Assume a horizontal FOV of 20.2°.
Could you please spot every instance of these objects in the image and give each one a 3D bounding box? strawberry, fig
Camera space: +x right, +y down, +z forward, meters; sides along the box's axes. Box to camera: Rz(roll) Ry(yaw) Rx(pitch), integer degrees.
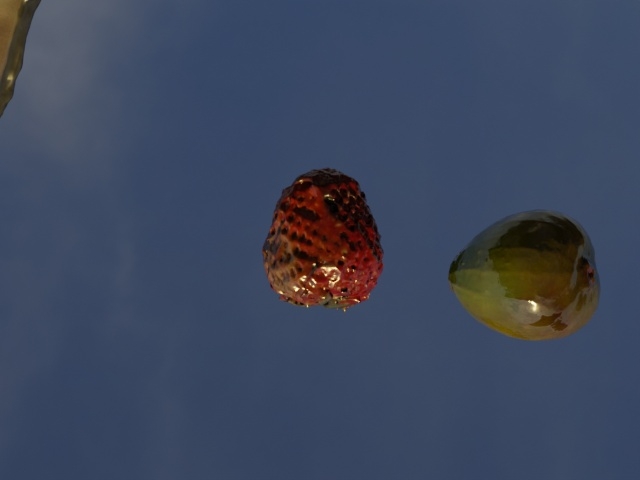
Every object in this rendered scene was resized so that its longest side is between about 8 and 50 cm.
[{"bbox_3d":[0.000,0.000,1.176,0.083,0.096,0.083,10,-159,-4],"label":"strawberry"},{"bbox_3d":[0.110,0.020,1.001,0.088,0.074,0.074,-2,-133,30],"label":"fig"}]

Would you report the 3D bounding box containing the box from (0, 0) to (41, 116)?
[{"bbox_3d":[-0.203,-0.182,0.898,0.153,0.188,0.252,18,-163,-12],"label":"box"}]
